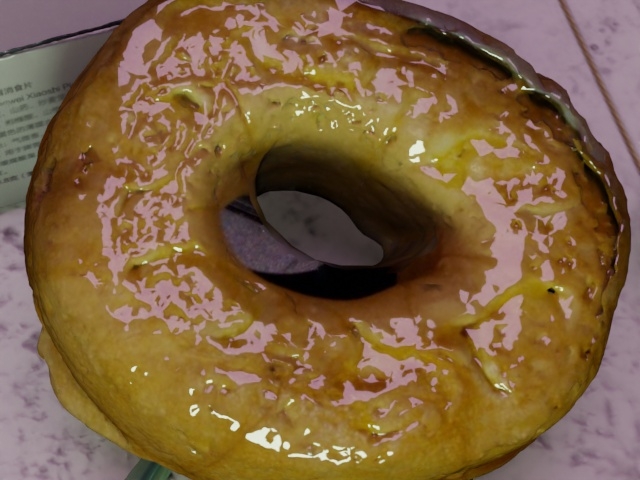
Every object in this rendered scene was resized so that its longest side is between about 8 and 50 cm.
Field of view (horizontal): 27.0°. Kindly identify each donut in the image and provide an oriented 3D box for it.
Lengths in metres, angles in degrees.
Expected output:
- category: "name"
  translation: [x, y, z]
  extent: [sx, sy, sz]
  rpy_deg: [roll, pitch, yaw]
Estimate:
- category: "donut"
  translation: [0.000, 0.000, 0.709]
  extent: [0.317, 0.150, 0.299]
  rpy_deg: [-17, 81, -11]

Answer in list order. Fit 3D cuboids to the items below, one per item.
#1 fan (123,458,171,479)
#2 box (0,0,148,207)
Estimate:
- category: "fan"
  translation: [-0.100, 0.135, 0.745]
  extent: [0.038, 0.016, 0.193]
  rpy_deg: [23, 61, 17]
- category: "box"
  translation: [-0.137, -0.149, 0.847]
  extent: [0.333, 0.145, 0.173]
  rpy_deg: [-16, 59, -9]
